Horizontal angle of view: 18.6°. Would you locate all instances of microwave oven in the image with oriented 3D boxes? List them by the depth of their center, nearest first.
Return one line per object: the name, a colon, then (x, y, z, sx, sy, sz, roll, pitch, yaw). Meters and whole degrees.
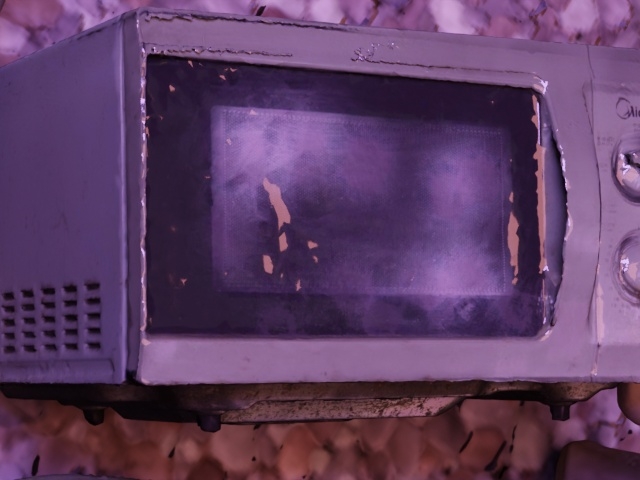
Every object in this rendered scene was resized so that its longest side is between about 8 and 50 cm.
microwave oven: (0.000, 0.000, 0.668, 0.205, 0.163, 0.129, 2, 84, -29)

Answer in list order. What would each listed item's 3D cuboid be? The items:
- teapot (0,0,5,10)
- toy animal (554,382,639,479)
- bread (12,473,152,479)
teapot: (-0.166, -0.101, 0.621, 0.159, 0.116, 0.245, 16, 85, -59)
toy animal: (0.171, 0.121, 0.758, 0.168, 0.233, 0.121, 3, 69, 10)
bread: (-0.104, 0.114, 0.630, 0.193, 0.112, 0.036, -17, 125, -20)
